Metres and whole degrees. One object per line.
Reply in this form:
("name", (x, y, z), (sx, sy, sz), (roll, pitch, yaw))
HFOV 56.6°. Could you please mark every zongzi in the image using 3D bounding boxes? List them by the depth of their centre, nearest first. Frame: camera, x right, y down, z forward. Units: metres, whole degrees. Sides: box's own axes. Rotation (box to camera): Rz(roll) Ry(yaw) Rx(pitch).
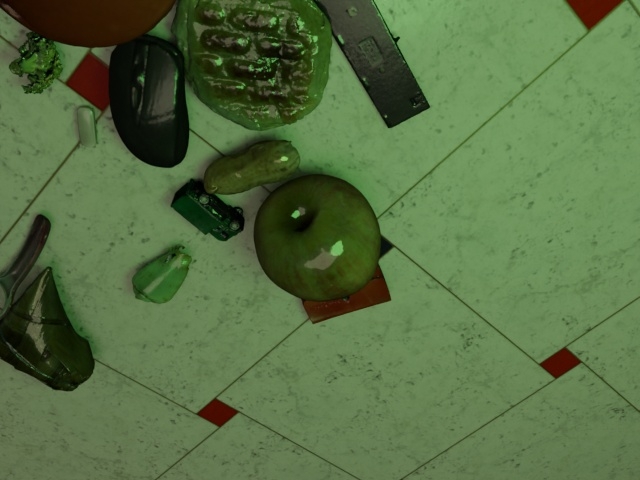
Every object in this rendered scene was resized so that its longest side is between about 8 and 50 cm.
("zongzi", (-0.601, 0.211, 1.380), (0.251, 0.125, 0.274), (38, 108, -23))

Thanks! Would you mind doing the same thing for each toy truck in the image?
("toy truck", (-0.232, -0.062, 1.256), (0.079, 0.065, 0.147), (-38, 117, 22))

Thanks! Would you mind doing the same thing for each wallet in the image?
("wallet", (0.052, 0.116, 1.401), (0.205, 0.045, 0.142), (-18, 122, 8))

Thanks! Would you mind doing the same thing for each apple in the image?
("apple", (0.000, 0.000, 1.215), (0.257, 0.256, 0.234), (-26, 151, 13))

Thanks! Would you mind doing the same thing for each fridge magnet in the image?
("fridge magnet", (-0.381, -0.484, 0.916), (0.364, 0.155, 0.363), (-1, 123, -1))

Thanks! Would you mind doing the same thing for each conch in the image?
("conch", (-0.349, 0.084, 1.343), (0.170, 0.079, 0.106), (-40, 132, 13))

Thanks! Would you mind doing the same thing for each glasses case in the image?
("glasses case", (-0.457, -0.222, 1.163), (0.032, 0.021, 0.083), (1, 123, -7))

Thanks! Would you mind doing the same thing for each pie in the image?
("pie", (-0.117, -0.337, 1.073), (0.307, 0.071, 0.306), (0, 127, 0))

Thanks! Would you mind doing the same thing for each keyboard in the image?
("keyboard", (0.097, -0.358, 1.107), (0.106, 0.027, 0.317), (-26, 121, 17))

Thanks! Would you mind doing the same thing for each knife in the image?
("knife", (-0.667, 0.046, 1.308), (0.123, 0.053, 0.278), (46, 106, 19))

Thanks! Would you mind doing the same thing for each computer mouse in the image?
("computer mouse", (-0.318, -0.240, 1.100), (0.138, 0.086, 0.269), (11, 128, 9))

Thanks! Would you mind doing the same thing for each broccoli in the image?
("broccoli", (-0.507, -0.317, 1.059), (0.097, 0.092, 0.095), (-17, 111, 29))

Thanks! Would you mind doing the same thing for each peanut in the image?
("peanut", (-0.137, -0.143, 1.187), (0.214, 0.099, 0.099), (-22, 122, 16))
